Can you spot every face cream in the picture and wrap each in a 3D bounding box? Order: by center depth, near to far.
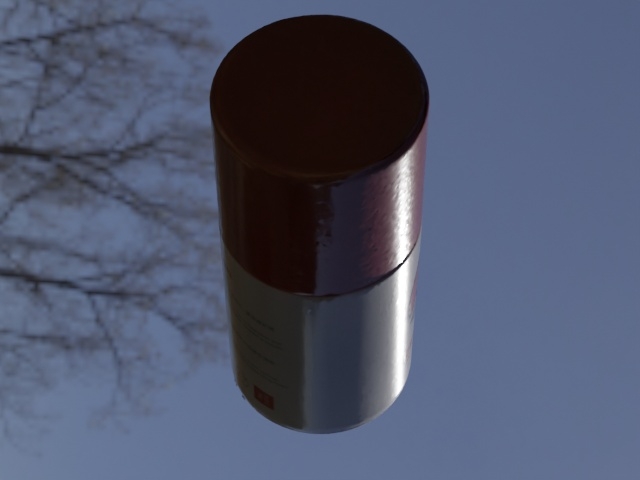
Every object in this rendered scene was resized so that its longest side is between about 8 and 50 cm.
[{"bbox_3d":[0.000,0.000,0.723,0.214,0.096,0.096,90,-11,-55],"label":"face cream"}]
